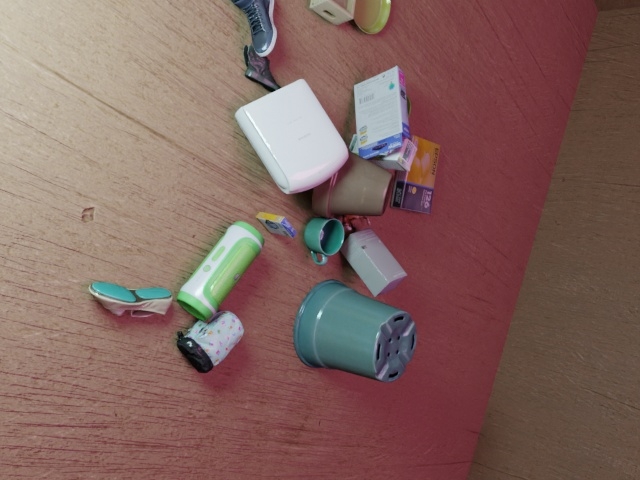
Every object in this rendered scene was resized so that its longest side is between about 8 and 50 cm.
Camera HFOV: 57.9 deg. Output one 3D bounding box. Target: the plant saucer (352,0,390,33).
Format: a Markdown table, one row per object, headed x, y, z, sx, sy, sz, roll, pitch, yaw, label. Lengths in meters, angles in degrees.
| x | y | z | sx | sy | sz | roll | pitch | yaw | label |
| --- | --- | --- | --- | --- | --- | --- | --- | --- | --- |
| 0.165 | -0.862 | 2.065 | 0.241 | 0.037 | 0.240 | -12 | 107 | -46 | plant saucer |

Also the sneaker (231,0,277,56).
| x | y | z | sx | sy | sz | roll | pitch | yaw | label |
| --- | --- | --- | --- | --- | --- | --- | --- | --- | --- |
| -0.203 | -0.649 | 1.644 | 0.163 | 0.086 | 0.226 | 21 | 59 | -54 | sneaker |

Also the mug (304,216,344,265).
| x | y | z | sx | sy | sz | roll | pitch | yaw | label |
| --- | --- | --- | --- | --- | --- | --- | --- | --- | --- |
| -0.002 | -0.009 | 2.021 | 0.157 | 0.097 | 0.129 | -55 | 133 | -23 | mug |

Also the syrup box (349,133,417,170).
| x | y | z | sx | sy | sz | roll | pitch | yaw | label |
| --- | --- | --- | --- | --- | --- | --- | --- | --- | --- |
| 0.220 | -0.319 | 2.091 | 0.096 | 0.237 | 0.093 | 30 | 77 | -46 | syrup box |

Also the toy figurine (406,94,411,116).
| x | y | z | sx | sy | sz | roll | pitch | yaw | label |
| --- | --- | --- | --- | --- | --- | --- | --- | --- | --- |
| 0.234 | -0.520 | 2.174 | 0.159 | 0.130 | 0.173 | -4 | 79 | -37 | toy figurine |

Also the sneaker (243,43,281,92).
| x | y | z | sx | sy | sz | roll | pitch | yaw | label |
| --- | --- | --- | --- | --- | --- | --- | --- | --- | --- |
| -0.171 | -0.519 | 1.762 | 0.170 | 0.051 | 0.089 | 20 | 87 | -43 | sneaker |

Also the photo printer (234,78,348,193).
| x | y | z | sx | sy | sz | roll | pitch | yaw | label |
| --- | --- | --- | --- | --- | --- | --- | --- | --- | --- |
| -0.076 | -0.306 | 1.755 | 0.256 | 0.107 | 0.307 | -32 | 90 | -25 | photo printer |

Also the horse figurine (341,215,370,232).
| x | y | z | sx | sy | sz | roll | pitch | yaw | label |
| --- | --- | --- | --- | --- | --- | --- | --- | --- | --- |
| 0.156 | -0.141 | 2.190 | 0.174 | 0.066 | 0.263 | 39 | 72 | -51 | horse figurine |

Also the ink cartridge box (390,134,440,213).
| x | y | z | sx | sy | sz | roll | pitch | yaw | label |
| --- | --- | --- | --- | --- | --- | --- | --- | --- | --- |
| 0.430 | -0.270 | 2.456 | 0.307 | 0.072 | 0.303 | 5 | 94 | -46 | ink cartridge box |

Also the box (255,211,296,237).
| x | y | z | sx | sy | sz | roll | pitch | yaw | label |
| --- | --- | --- | --- | --- | --- | --- | --- | --- | --- |
| -0.136 | -0.049 | 1.838 | 0.028 | 0.136 | 0.081 | -58 | 134 | -22 | box |

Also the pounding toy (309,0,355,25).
| x | y | z | sx | sy | sz | roll | pitch | yaw | label |
| --- | --- | --- | --- | --- | --- | --- | --- | --- | --- |
| 0.027 | -0.844 | 1.886 | 0.181 | 0.094 | 0.206 | 17 | 77 | -43 | pounding toy |

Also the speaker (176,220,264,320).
| x | y | z | sx | sy | sz | roll | pitch | yaw | label |
| --- | --- | --- | --- | --- | --- | --- | --- | --- | --- |
| -0.291 | 0.087 | 1.709 | 0.296 | 0.131 | 0.131 | -56 | 133 | -24 | speaker |

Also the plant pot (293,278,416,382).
| x | y | z | sx | sy | sz | roll | pitch | yaw | label |
| --- | --- | --- | --- | --- | --- | --- | --- | --- | --- |
| 0.139 | 0.339 | 2.074 | 0.341 | 0.334 | 0.341 | -14 | 109 | -45 | plant pot |

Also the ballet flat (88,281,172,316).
| x | y | z | sx | sy | sz | roll | pitch | yaw | label |
| --- | --- | --- | --- | --- | --- | --- | --- | --- | --- |
| -0.505 | 0.166 | 1.534 | 0.248 | 0.086 | 0.086 | 13 | 89 | -49 | ballet flat |

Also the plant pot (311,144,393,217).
| x | y | z | sx | sy | sz | roll | pitch | yaw | label |
| --- | --- | --- | --- | --- | --- | --- | --- | --- | --- |
| 0.117 | -0.183 | 1.942 | 0.263 | 0.229 | 0.263 | 15 | 90 | -79 | plant pot |

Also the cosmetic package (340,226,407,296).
| x | y | z | sx | sy | sz | roll | pitch | yaw | label |
| --- | --- | --- | --- | --- | --- | --- | --- | --- | --- |
| 0.195 | 0.080 | 2.154 | 0.127 | 0.238 | 0.107 | -19 | 152 | -45 | cosmetic package |

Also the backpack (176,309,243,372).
| x | y | z | sx | sy | sz | roll | pitch | yaw | label |
| --- | --- | --- | --- | --- | --- | --- | --- | --- | --- |
| -0.320 | 0.292 | 1.728 | 0.182 | 0.115 | 0.152 | -48 | 127 | -33 | backpack |

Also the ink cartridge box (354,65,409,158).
| x | y | z | sx | sy | sz | roll | pitch | yaw | label |
| --- | --- | --- | --- | --- | --- | --- | --- | --- | --- |
| 0.214 | -0.435 | 2.026 | 0.065 | 0.186 | 0.311 | 23 | 59 | -48 | ink cartridge box |
